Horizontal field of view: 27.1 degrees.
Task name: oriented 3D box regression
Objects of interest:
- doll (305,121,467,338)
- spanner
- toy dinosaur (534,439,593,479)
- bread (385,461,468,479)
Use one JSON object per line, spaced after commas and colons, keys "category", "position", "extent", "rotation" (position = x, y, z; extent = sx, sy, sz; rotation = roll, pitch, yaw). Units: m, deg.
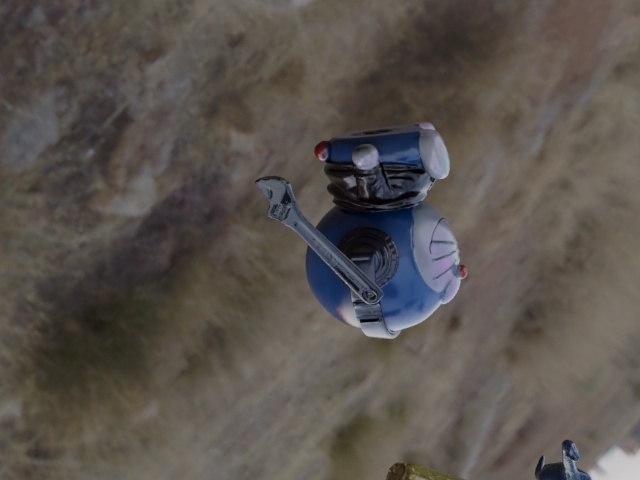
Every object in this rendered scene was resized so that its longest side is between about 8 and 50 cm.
{"category": "doll", "position": [0.094, -0.009, 1.967], "extent": [0.284, 0.240, 0.310], "rotation": [-38, 123, -72]}
{"category": "spanner", "position": [0.000, 0.000, 1.543], "extent": [0.046, 0.208, 0.012], "rotation": [-36, -162, 27]}
{"category": "toy dinosaur", "position": [0.356, 0.338, 2.014], "extent": [0.075, 0.188, 0.248], "rotation": [-31, -159, -7]}
{"category": "bread", "position": [0.106, 0.397, 1.618], "extent": [0.179, 0.133, 0.250], "rotation": [160, -46, -82]}
